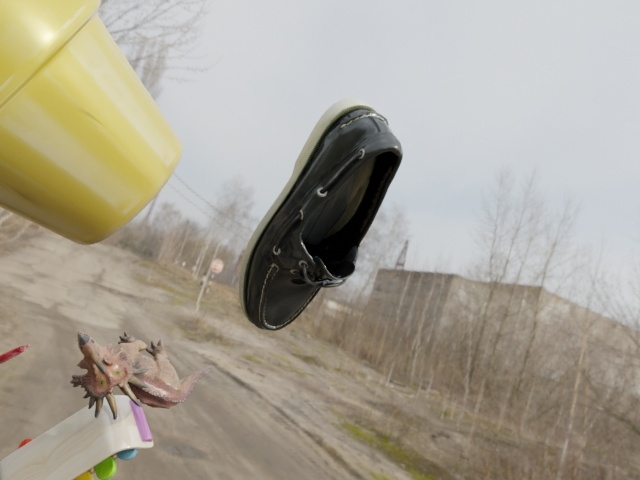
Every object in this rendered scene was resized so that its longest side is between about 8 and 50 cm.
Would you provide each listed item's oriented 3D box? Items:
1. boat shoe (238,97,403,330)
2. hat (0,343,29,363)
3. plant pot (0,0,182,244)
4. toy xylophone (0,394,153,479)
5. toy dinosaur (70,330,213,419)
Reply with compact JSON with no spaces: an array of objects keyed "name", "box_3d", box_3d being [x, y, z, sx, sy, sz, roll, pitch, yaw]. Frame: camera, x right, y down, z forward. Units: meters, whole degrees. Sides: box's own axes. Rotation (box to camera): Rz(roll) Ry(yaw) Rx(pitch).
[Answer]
[{"name":"boat shoe","box_3d":[0.003,0.000,0.686,0.127,0.340,0.113,10,27,-45]},{"name":"hat","box_3d":[-0.665,0.295,0.974,0.183,0.208,0.173,24,25,-33]},{"name":"plant pot","box_3d":[-0.284,-0.128,0.559,0.254,0.254,0.239,9,-32,50]},{"name":"toy xylophone","box_3d":[-0.475,0.444,1.038,0.322,0.236,0.081,-25,-33,3]},{"name":"toy dinosaur","box_3d":[-0.322,0.252,0.988,0.295,0.127,0.200,24,-8,-32]}]
